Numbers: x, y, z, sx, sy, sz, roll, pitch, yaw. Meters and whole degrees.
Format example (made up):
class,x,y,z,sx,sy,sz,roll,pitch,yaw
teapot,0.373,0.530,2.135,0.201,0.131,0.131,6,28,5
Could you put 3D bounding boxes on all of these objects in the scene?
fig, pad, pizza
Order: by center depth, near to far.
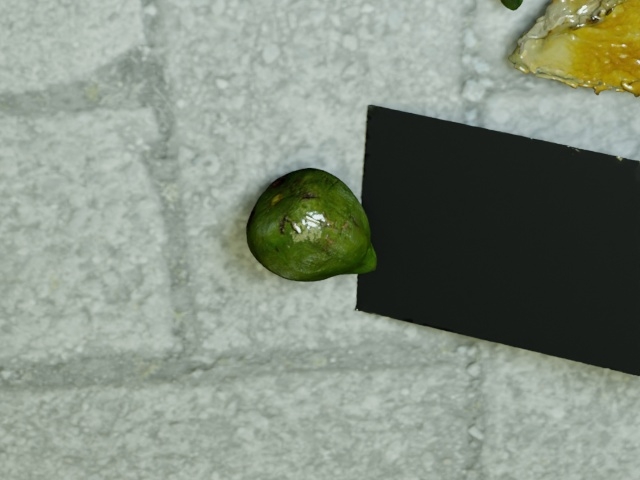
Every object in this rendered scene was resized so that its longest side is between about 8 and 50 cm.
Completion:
class,x,y,z,sx,sy,sz,roll,pitch,yaw
pizza,0.333,-0.225,1.693,0.297,0.071,0.189,-30,129,19
pad,0.215,0.005,1.781,0.368,0.007,0.247,12,119,15
fig,0.000,0.000,1.786,0.123,0.123,0.156,-34,125,16

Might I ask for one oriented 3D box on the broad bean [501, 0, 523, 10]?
class,x,y,z,sx,sy,sz,roll,pitch,yaw
broad bean,0.152,-0.314,1.658,0.061,0.046,0.195,-31,109,28
